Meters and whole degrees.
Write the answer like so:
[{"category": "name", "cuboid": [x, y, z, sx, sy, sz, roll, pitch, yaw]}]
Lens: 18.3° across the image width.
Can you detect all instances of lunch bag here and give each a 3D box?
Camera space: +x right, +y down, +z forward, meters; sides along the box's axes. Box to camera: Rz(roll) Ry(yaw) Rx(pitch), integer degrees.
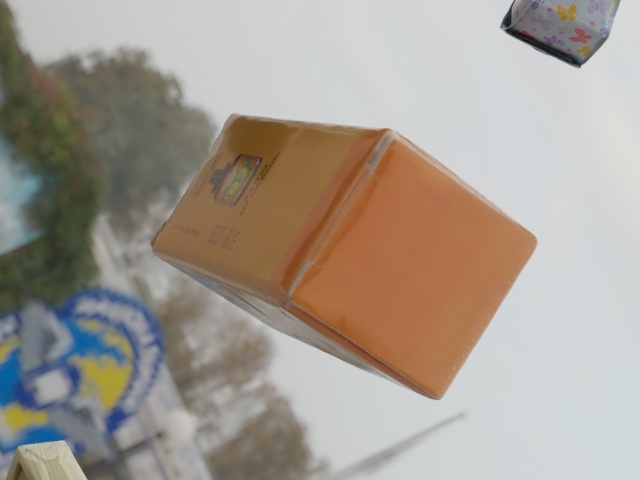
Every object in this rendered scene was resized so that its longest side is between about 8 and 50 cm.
[{"category": "lunch bag", "cuboid": [0.183, -0.168, 1.532, 0.071, 0.053, 0.083, 25, -22, -8]}]

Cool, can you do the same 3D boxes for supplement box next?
[{"category": "supplement box", "cuboid": [0.000, 0.000, 0.820, 0.080, 0.078, 0.233, 34, -5, -19]}]

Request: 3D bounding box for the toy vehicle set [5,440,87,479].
[{"category": "toy vehicle set", "cuboid": [-0.186, 0.284, 1.308, 0.166, 0.035, 0.267, 54, -46, 39]}]
